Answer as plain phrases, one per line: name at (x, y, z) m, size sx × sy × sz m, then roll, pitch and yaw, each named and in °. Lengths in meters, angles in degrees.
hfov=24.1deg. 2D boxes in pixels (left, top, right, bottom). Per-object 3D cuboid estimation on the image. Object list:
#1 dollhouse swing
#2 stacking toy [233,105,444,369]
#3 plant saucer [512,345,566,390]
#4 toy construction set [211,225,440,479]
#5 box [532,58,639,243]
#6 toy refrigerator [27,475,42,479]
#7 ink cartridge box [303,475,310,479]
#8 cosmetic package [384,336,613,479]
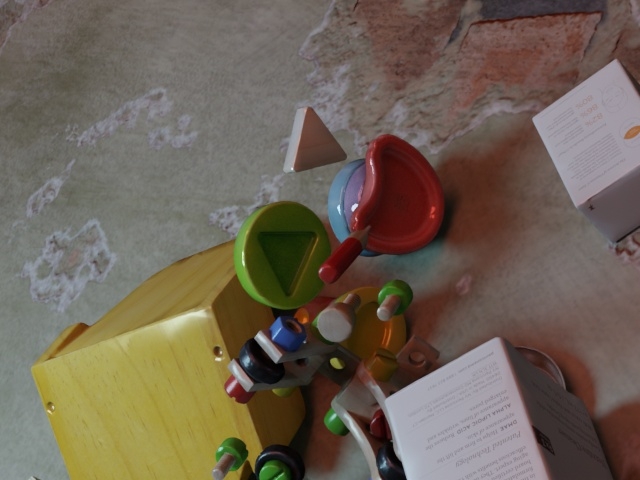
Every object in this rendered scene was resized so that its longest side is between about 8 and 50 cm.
dollhouse swing at (-0.158, 0.176, 2.070) m, size 0.346 × 0.305 × 0.315 m, roll -21°, pitch 89°, yaw 35°
stacking toy at (0.000, 0.000, 1.911) m, size 0.130 × 0.279 × 0.309 m, roll -4°, pitch 60°, yaw 54°
plant saucer at (0.217, 0.204, 1.740) m, size 0.168 × 0.029 × 0.168 m, roll -24°, pitch 47°, yaw 28°
toy construction set at (0.041, 0.130, 1.750) m, size 0.257 × 0.309 × 0.237 m, roll 15°, pitch 24°, yaw 14°
box at (0.351, -0.108, 1.794) m, size 0.130 × 0.091 × 0.170 m, roll -35°, pitch 43°, yaw 18°
toy refrigerator at (-0.338, 0.432, 2.033) m, size 0.102 × 0.094 × 0.269 m, roll -55°, pitch 40°, yaw -3°
ink cartridge box at (-0.073, 0.410, 1.716) m, size 0.198 × 0.115 × 0.273 m, roll -40°, pitch 18°, yaw 14°
cosmetic package at (0.218, 0.316, 1.496) m, size 0.156 × 0.217 × 0.385 m, roll -33°, pitch 50°, yaw 19°
